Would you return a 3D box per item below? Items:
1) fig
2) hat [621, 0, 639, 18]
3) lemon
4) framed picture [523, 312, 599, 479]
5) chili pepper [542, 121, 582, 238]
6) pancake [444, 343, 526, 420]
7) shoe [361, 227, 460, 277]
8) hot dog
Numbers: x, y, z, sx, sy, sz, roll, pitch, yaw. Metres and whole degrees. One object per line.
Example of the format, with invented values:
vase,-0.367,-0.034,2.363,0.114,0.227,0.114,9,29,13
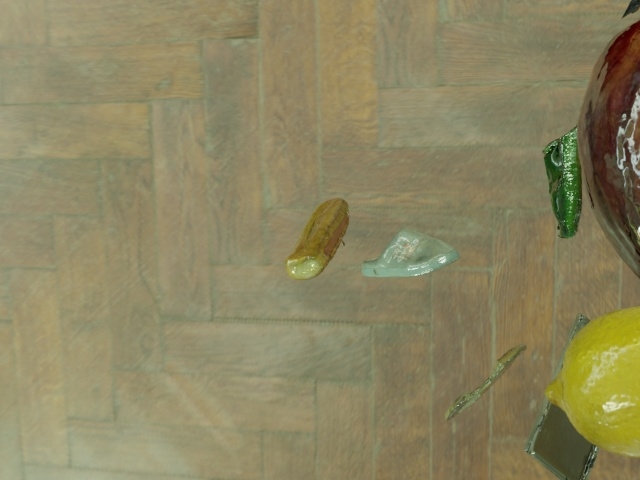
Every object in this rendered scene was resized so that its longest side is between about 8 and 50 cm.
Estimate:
fig,0.253,-0.021,0.569,0.203,0.186,0.249,19,85,14
hat,0.592,-0.433,1.415,0.238,0.336,0.209,-34,119,11
lemon,0.395,0.170,1.096,0.244,0.187,0.187,-14,96,29
framed picture,0.480,0.303,1.659,0.209,0.019,0.281,41,67,-34
chili pepper,0.446,-0.110,1.645,0.062,0.108,0.216,7,80,-5
pancake,0.356,0.308,1.944,0.235,0.212,0.029,-42,74,-3
shoe,0.142,0.019,1.524,0.195,0.079,0.078,-13,97,46
hot dog,-0.003,-0.003,1.602,0.088,0.286,0.061,-10,110,21
